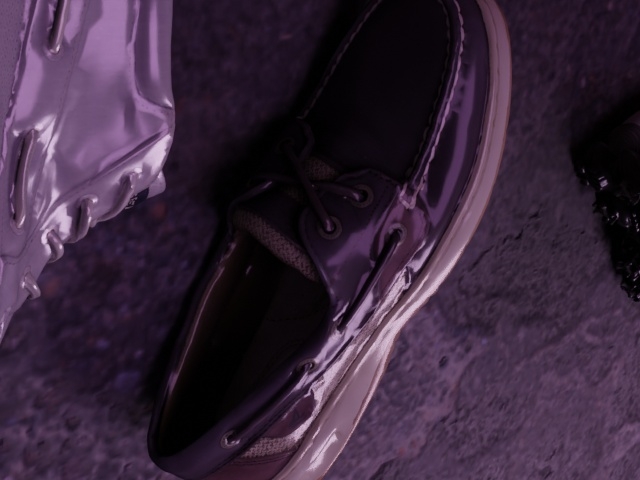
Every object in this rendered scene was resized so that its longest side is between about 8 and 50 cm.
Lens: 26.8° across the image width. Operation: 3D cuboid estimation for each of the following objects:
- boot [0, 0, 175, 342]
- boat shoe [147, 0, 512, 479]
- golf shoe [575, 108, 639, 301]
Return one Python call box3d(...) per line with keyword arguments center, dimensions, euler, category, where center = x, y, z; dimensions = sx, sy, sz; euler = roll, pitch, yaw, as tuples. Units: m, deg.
box3d(center=(-0.117, -0.009, 0.538), dimensions=(0.123, 0.095, 0.258), euler=(-4, 113, -35), category="boot")
box3d(center=(0.000, 0.000, 0.654), dimensions=(0.092, 0.103, 0.285), euler=(10, 111, -51), category="boat shoe")
box3d(center=(0.241, -0.012, 0.892), dimensions=(0.094, 0.077, 0.198), euler=(-46, 137, -16), category="golf shoe")
